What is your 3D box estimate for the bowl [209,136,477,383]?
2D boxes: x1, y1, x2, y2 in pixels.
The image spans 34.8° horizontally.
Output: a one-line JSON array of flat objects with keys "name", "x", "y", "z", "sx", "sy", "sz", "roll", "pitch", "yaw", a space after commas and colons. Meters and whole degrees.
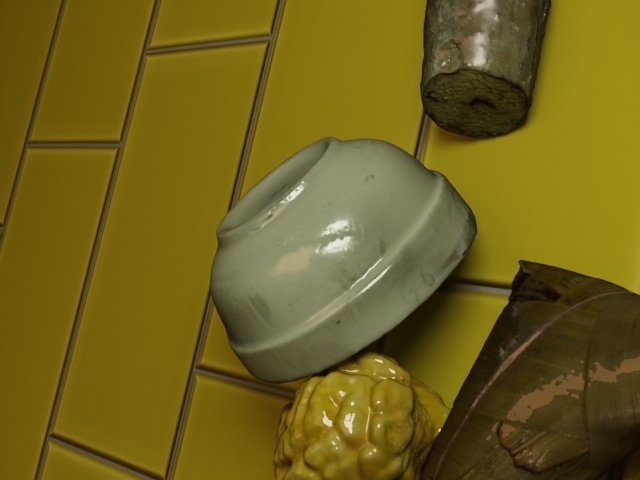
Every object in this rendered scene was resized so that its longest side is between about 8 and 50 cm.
[{"name": "bowl", "x": 0.000, "y": 0.000, "z": 1.115, "sx": 0.307, "sy": 0.163, "sz": 0.307, "roll": -36, "pitch": 15, "yaw": 12}]

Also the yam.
[{"name": "yam", "x": 0.185, "y": -0.259, "z": 1.141, "sx": 0.154, "sy": 0.154, "sz": 0.255, "roll": -2, "pitch": 72, "yaw": 45}]

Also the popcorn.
[{"name": "popcorn", "x": 0.053, "y": 0.217, "z": 1.068, "sx": 0.200, "sy": 0.203, "sz": 0.226, "roll": -102, "pitch": 19, "yaw": -70}]

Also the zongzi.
[{"name": "zongzi", "x": 0.234, "y": 0.167, "z": 0.873, "sx": 0.274, "sy": 0.145, "sz": 0.300, "roll": -60, "pitch": 27, "yaw": -6}]

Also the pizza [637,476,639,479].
[{"name": "pizza", "x": 0.296, "y": 0.303, "z": 0.875, "sx": 0.161, "sy": 0.085, "sz": 0.306, "roll": 14, "pitch": 85, "yaw": 47}]
